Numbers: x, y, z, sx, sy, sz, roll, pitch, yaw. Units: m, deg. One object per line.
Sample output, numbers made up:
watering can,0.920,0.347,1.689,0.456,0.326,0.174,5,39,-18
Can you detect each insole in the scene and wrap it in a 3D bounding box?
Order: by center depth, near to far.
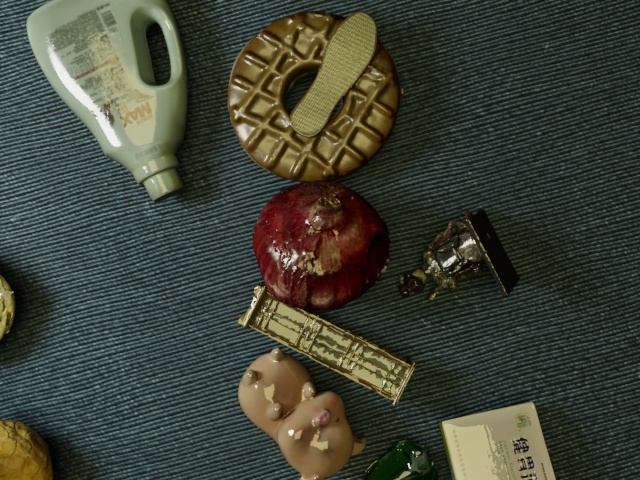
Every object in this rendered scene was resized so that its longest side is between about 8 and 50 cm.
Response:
insole,0.027,-0.296,1.265,0.086,0.005,0.253,30,88,1

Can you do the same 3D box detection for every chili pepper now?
chili pepper,0.127,0.465,1.314,0.216,0.062,0.108,-41,88,1

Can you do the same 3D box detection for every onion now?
onion,0.000,0.000,1.239,0.252,0.219,0.252,4,61,-7

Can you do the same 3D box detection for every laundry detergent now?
laundry detergent,-0.349,-0.271,1.310,0.263,0.125,0.398,-25,89,-2

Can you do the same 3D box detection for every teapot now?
teapot,-0.593,0.427,1.278,0.203,0.167,0.311,-16,109,-24

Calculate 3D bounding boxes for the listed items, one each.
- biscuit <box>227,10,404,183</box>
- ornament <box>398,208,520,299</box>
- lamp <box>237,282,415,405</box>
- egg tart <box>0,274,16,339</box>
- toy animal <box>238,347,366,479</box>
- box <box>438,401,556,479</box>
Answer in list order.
biscuit,-0.015,-0.264,1.318,0.331,0.103,0.332,0,88,1
ornament,0.239,0.050,1.324,0.196,0.153,0.166,-27,87,23
lamp,0.012,0.189,1.310,0.325,0.090,0.089,28,88,0
egg tart,-0.675,0.111,1.314,0.252,0.098,0.232,-1,94,4
toy animal,-0.044,0.317,1.273,0.166,0.154,0.250,-37,76,-17
box,0.333,0.441,1.283,0.175,0.062,0.261,-12,73,-1
